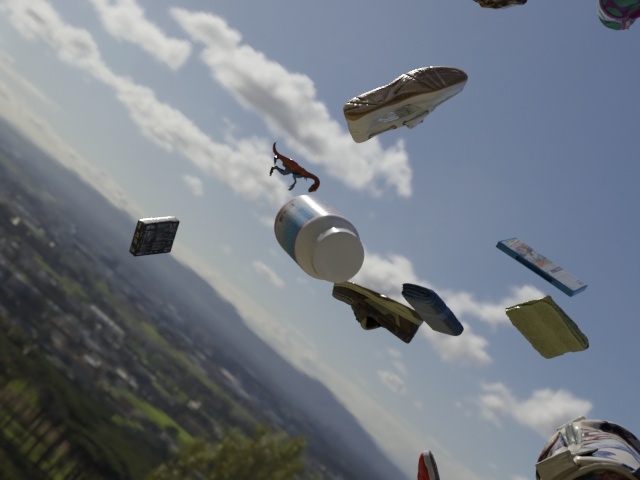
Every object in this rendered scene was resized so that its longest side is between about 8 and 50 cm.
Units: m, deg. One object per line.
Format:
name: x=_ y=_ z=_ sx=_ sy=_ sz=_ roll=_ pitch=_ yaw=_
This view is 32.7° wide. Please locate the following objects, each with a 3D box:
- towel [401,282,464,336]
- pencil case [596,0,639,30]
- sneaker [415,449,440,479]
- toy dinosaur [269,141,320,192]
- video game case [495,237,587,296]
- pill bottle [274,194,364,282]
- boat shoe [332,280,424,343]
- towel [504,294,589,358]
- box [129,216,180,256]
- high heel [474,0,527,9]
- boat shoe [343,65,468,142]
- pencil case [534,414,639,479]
towel: x=0.179 y=0.108 z=1.724 sx=0.067 sy=0.029 sz=0.119 roll=15 pitch=-24 yaw=43
pencil case: x=0.412 y=-0.326 z=1.492 sx=0.070 sy=0.064 sz=0.151 roll=64 pitch=15 yaw=1
sneaker: x=0.099 y=0.287 z=1.170 sx=0.042 sy=0.067 sz=0.119 roll=14 pitch=69 yaw=-79
toy dinosaur: x=-0.041 y=-0.110 z=1.773 sx=0.082 sy=0.047 sz=0.090 roll=13 pitch=-29 yaw=10
video game case: x=0.413 y=0.048 z=2.032 sx=0.166 sy=0.015 sz=0.119 roll=36 pitch=18 yaw=19
pill bottle: x=0.000 y=0.000 z=1.404 sx=0.087 sy=0.087 sz=0.160 roll=44 pitch=0 yaw=-23
boat shoe: x=0.100 y=0.139 z=2.117 sx=0.223 sy=0.073 sz=0.080 roll=19 pitch=-12 yaw=40
towel: x=0.423 y=0.165 z=2.044 sx=0.110 sy=0.027 sz=0.148 roll=-23 pitch=-60 yaw=42
box: x=-0.294 y=-0.007 z=1.938 sx=0.083 sy=0.067 sz=0.018 roll=-8 pitch=36 yaw=-47
high heel: x=0.270 y=-0.420 z=1.654 sx=0.186 sy=0.093 sz=0.261 roll=13 pitch=-4 yaw=-12
boat shoe: x=0.180 y=-0.280 z=2.271 sx=0.098 sy=0.277 sz=0.096 roll=-124 pitch=-163 yaw=-51
pencil case: x=0.341 y=0.316 z=1.341 sx=0.410 sy=0.159 sz=0.184 roll=10 pitch=62 yaw=-77
